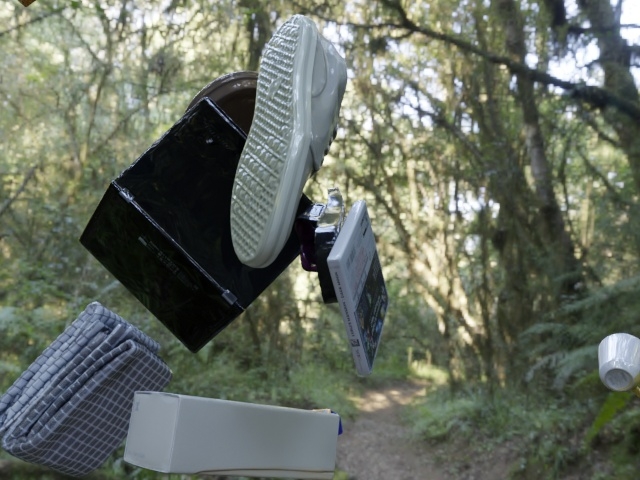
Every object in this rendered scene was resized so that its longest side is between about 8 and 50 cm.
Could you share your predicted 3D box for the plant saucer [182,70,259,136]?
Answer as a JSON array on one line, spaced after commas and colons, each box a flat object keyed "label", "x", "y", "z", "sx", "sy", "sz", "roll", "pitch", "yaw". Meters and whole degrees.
[{"label": "plant saucer", "x": -0.214, "y": -0.290, "z": 1.681, "sx": 0.041, "sy": 0.278, "sz": 0.277, "roll": 52, "pitch": 20, "yaw": 28}]

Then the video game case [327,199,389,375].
[{"label": "video game case", "x": 0.056, "y": 0.059, "z": 0.937, "sx": 0.022, "sy": 0.173, "sz": 0.190, "roll": -9, "pitch": 23, "yaw": 17}]

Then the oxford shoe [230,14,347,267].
[{"label": "oxford shoe", "x": -0.037, "y": -0.158, "z": 1.067, "sx": 0.130, "sy": 0.450, "sz": 0.169, "roll": 29, "pitch": -35, "yaw": -32}]

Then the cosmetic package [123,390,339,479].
[{"label": "cosmetic package", "x": -0.136, "y": 0.317, "z": 1.107, "sx": 0.309, "sy": 0.113, "sz": 0.160, "roll": 16, "pitch": -17, "yaw": -36}]

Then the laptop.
[{"label": "laptop", "x": -0.269, "y": -0.018, "z": 1.519, "sx": 0.382, "sy": 0.236, "sz": 0.408, "roll": 45, "pitch": -44, "yaw": -3}]

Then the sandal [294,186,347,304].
[{"label": "sandal", "x": 0.000, "y": -0.002, "z": 1.260, "sx": 0.106, "sy": 0.168, "sz": 0.446, "roll": -7, "pitch": 9, "yaw": 6}]

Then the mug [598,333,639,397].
[{"label": "mug", "x": 0.392, "y": 0.163, "z": 0.871, "sx": 0.078, "sy": 0.062, "sz": 0.064, "roll": 18, "pitch": 29, "yaw": 21}]

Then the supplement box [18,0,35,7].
[{"label": "supplement box", "x": -0.407, "y": -0.385, "z": 0.830, "sx": 0.233, "sy": 0.078, "sz": 0.080, "roll": 43, "pitch": -14, "yaw": 23}]

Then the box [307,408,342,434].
[{"label": "box", "x": -0.025, "y": 0.383, "z": 1.384, "sx": 0.136, "sy": 0.081, "sz": 0.028, "roll": -5, "pitch": 28, "yaw": 9}]

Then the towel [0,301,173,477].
[{"label": "towel", "x": -0.410, "y": 0.280, "z": 1.228, "sx": 0.121, "sy": 0.284, "sz": 0.235, "roll": 35, "pitch": -15, "yaw": 29}]
